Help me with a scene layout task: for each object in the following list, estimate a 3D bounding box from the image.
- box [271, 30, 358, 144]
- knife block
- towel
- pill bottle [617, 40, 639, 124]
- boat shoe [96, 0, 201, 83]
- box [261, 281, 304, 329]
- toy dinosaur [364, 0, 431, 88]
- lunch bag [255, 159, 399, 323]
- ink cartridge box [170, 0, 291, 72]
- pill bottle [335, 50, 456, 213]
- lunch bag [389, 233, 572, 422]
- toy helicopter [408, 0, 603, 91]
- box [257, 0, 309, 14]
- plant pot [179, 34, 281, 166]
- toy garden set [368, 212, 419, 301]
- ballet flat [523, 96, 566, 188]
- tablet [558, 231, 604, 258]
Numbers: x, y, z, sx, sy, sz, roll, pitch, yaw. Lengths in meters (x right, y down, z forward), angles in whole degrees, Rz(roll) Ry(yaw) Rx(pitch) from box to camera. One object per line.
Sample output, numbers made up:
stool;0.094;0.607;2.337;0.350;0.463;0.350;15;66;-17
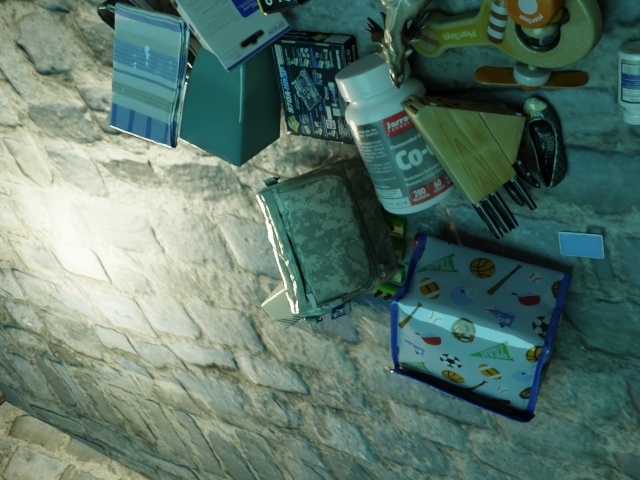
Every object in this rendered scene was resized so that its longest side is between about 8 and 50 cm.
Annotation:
box;-0.002;-0.311;1.555;0.175;0.051;0.220;13;131;30
knife block;0.266;-0.126;1.371;0.275;0.088;0.242;4;112;-15
towel;-0.376;-0.357;1.641;0.209;0.034;0.285;22;115;26
pill bottle;0.503;-0.247;1.196;0.067;0.067;0.120;10;129;33
boat shoe;-0.368;-0.436;1.700;0.306;0.105;0.113;45;139;-1
box;-0.026;0.116;1.885;0.094;0.113;0.275;47;140;-5
toy dinosaur;0.156;-0.423;1.255;0.127;0.296;0.200;37;179;21
lunch bag;0.000;0.000;1.596;0.212;0.256;0.305;-16;93;37
ink cartridge box;-0.217;-0.504;1.479;0.333;0.165;0.065;56;170;-11
pill bottle;0.144;-0.207;1.442;0.161;0.161;0.283;-5;120;41
lunch bag;0.321;0.218;1.600;0.327;0.239;0.386;18;145;18
toy helicopter;0.299;-0.342;1.265;0.355;0.140;0.235;8;137;47
box;-0.020;-0.532;1.183;0.079;0.322;0.257;-1;123;37
plant pot;-0.185;-0.317;1.617;0.165;0.166;0.234;27;133;19
toy garden set;0.176;0.061;1.724;0.203;0.049;0.244;19;133;26
ballet flat;0.400;-0.174;1.352;0.057;0.049;0.173;-5;120;40
tablet;0.500;0.008;1.457;0.083;0.006;0.054;5;126;34
